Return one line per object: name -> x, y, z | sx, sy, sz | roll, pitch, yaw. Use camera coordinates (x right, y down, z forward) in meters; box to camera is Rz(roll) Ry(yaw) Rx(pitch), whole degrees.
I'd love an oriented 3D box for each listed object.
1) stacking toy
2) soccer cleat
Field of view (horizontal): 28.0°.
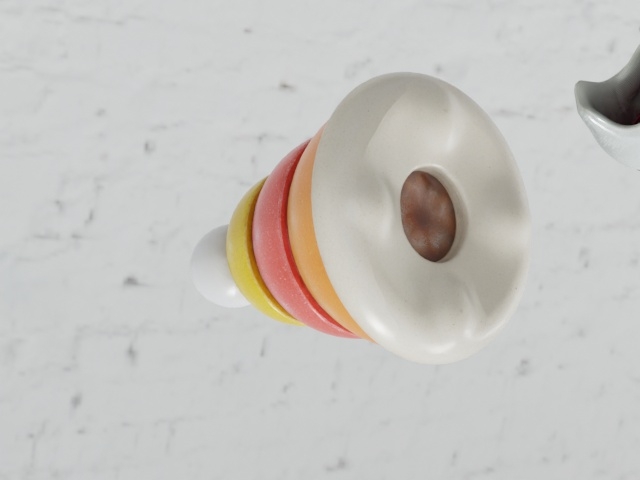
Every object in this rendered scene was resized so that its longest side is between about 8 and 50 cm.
stacking toy -> 0.000, 0.000, 1.663 | 0.351, 0.350, 0.480 | -7, 176, -41
soccer cleat -> 0.384, -0.182, 1.185 | 0.143, 0.331, 0.116 | 31, -145, -32
